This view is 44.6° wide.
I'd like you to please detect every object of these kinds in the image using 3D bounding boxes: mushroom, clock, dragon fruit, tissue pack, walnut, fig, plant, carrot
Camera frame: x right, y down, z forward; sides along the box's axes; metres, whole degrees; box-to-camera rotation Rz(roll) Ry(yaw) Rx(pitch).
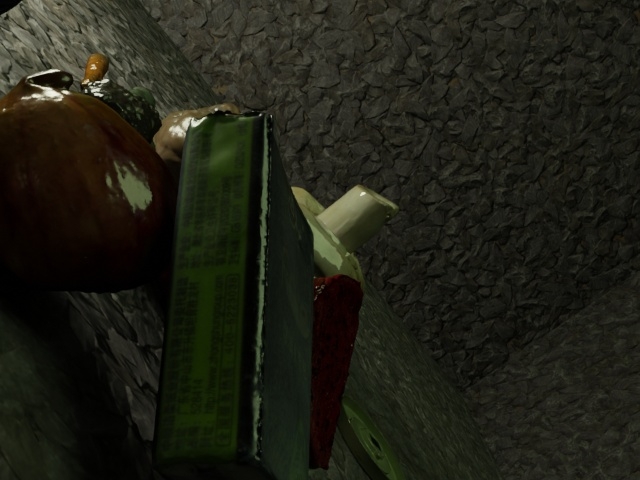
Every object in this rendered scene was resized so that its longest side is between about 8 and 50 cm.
[{"bbox_3d":[-0.029,0.012,1.770,0.325,0.353,0.353,23,-2,19],"label":"mushroom"},{"bbox_3d":[0.107,0.428,1.637,0.235,0.029,0.235,52,8,-11],"label":"clock"},{"bbox_3d":[-0.053,0.168,1.207,0.205,0.152,0.317,61,37,-51],"label":"dragon fruit"},{"bbox_3d":[-0.084,0.095,0.878,0.288,0.124,0.394,76,12,-58],"label":"tissue pack"},{"bbox_3d":[-0.215,-0.153,1.561,0.273,0.227,0.273,49,6,-7],"label":"walnut"},{"bbox_3d":[-0.274,-0.049,0.871,0.263,0.224,0.224,48,7,9],"label":"fig"},{"bbox_3d":[-0.338,-0.194,1.313,0.149,0.146,0.274,49,8,-9],"label":"plant"},{"bbox_3d":[-0.466,-0.340,1.602,0.047,0.047,0.191,49,15,-28],"label":"carrot"}]

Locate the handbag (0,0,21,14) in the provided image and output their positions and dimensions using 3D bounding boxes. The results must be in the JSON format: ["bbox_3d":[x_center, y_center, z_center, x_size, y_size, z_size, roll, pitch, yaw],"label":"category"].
[{"bbox_3d":[-0.575,-0.419,1.028,0.303,0.122,0.329,53,9,-7],"label":"handbag"}]

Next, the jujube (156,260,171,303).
[{"bbox_3d":[-0.142,0.037,1.215,0.213,0.213,0.232,52,18,-11],"label":"jujube"}]
